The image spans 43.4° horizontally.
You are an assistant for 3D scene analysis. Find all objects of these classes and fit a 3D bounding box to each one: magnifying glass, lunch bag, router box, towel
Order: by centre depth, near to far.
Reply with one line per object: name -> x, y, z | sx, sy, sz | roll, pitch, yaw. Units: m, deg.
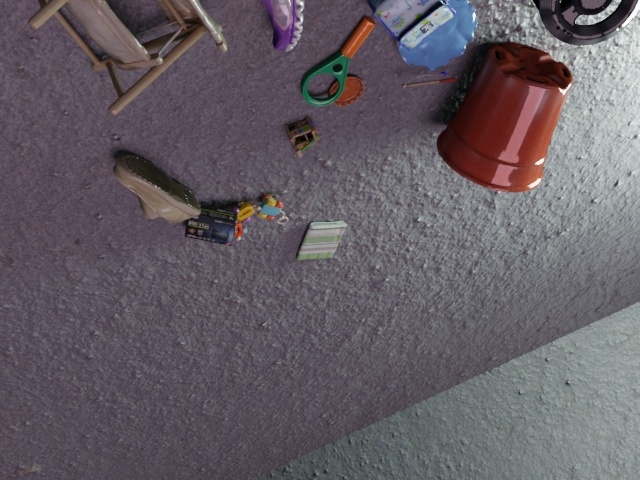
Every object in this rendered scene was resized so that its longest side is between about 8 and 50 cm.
lunch bag -> 0.186, -0.468, 1.625 | 0.129, 0.096, 0.151 | -35, 134, 19
magnifying glass -> 0.040, -0.382, 1.730 | 0.092, 0.026, 0.231 | 20, 128, -29
router box -> -0.269, -0.039, 1.978 | 0.122, 0.038, 0.092 | 11, 138, -5
towel -> 0.000, 0.000, 2.234 | 0.113, 0.023, 0.152 | -2, 143, -23

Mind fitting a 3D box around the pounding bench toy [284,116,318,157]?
pounding bench toy -> -0.036, -0.232, 1.844 | 0.065, 0.083, 0.052 | -21, 145, -1

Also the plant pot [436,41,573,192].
plant pot -> 0.442, -0.299, 1.882 | 0.272, 0.272, 0.265 | -4, 134, -24

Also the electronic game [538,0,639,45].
electronic game -> 0.577, -0.524, 1.707 | 0.229, 0.048, 0.229 | -2, 126, -3

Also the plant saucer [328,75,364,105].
plant saucer -> 0.057, -0.338, 1.813 | 0.083, 0.013, 0.083 | -15, 145, -11

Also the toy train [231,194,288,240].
toy train -> -0.170, -0.064, 2.033 | 0.166, 0.046, 0.125 | -16, 146, -4

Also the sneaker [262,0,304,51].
sneaker -> -0.083, -0.465, 1.509 | 0.104, 0.095, 0.236 | -5, 137, -14

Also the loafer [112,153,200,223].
loafer -> -0.378, -0.102, 1.817 | 0.092, 0.102, 0.268 | -38, 143, 12

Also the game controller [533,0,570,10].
game controller -> 0.591, -0.602, 1.706 | 0.319, 0.067, 0.166 | -36, 143, 18

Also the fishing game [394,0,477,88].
fishing game -> 0.248, -0.453, 1.744 | 0.189, 0.041, 0.264 | -11, 136, -16

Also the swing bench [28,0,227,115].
swing bench -> -0.338, -0.399, 1.394 | 0.255, 0.165, 0.253 | -31, 144, 3
